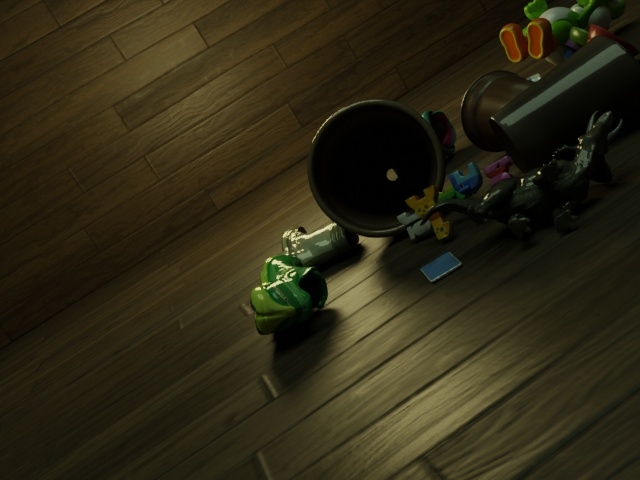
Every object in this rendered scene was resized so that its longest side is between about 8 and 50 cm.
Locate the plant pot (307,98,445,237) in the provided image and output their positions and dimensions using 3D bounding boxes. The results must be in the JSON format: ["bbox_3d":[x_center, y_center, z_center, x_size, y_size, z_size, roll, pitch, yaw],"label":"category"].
[{"bbox_3d":[0.130,-0.138,1.561,0.263,0.263,0.229,-28,-6,15],"label":"plant pot"}]

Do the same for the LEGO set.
[{"bbox_3d":[0.225,-0.052,1.316,0.227,0.093,0.087,-30,-20,30],"label":"LEGO set"}]

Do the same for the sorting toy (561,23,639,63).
[{"bbox_3d":[0.615,-0.415,1.818,0.126,0.127,0.365,-59,3,13],"label":"sorting toy"}]

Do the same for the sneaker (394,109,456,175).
[{"bbox_3d":[0.237,-0.245,1.912,0.178,0.123,0.295,-35,19,8],"label":"sneaker"}]

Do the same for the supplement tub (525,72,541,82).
[{"bbox_3d":[0.478,-0.337,1.831,0.107,0.071,0.071,-29,12,18],"label":"supplement tub"}]

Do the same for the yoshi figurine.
[{"bbox_3d":[0.649,-0.607,2.044,0.362,0.203,0.203,-28,-22,-23],"label":"yoshi figurine"}]

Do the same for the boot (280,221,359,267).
[{"bbox_3d":[0.000,0.000,1.640,0.165,0.077,0.213,-29,18,14],"label":"boot"}]

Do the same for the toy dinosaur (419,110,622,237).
[{"bbox_3d":[0.304,-0.062,1.136,0.314,0.121,0.160,-30,-1,26],"label":"toy dinosaur"}]

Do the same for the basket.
[{"bbox_3d":[0.422,-0.225,1.352,0.227,0.154,0.204,-34,11,7],"label":"basket"}]

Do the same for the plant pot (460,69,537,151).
[{"bbox_3d":[0.384,-0.243,1.516,0.167,0.167,0.165,-33,21,-6],"label":"plant pot"}]

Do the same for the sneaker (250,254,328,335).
[{"bbox_3d":[-0.047,0.095,1.373,0.124,0.109,0.295,-7,13,4],"label":"sneaker"}]

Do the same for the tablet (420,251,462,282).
[{"bbox_3d":[0.184,0.041,1.196,0.054,0.006,0.083,-31,11,3],"label":"tablet"}]
